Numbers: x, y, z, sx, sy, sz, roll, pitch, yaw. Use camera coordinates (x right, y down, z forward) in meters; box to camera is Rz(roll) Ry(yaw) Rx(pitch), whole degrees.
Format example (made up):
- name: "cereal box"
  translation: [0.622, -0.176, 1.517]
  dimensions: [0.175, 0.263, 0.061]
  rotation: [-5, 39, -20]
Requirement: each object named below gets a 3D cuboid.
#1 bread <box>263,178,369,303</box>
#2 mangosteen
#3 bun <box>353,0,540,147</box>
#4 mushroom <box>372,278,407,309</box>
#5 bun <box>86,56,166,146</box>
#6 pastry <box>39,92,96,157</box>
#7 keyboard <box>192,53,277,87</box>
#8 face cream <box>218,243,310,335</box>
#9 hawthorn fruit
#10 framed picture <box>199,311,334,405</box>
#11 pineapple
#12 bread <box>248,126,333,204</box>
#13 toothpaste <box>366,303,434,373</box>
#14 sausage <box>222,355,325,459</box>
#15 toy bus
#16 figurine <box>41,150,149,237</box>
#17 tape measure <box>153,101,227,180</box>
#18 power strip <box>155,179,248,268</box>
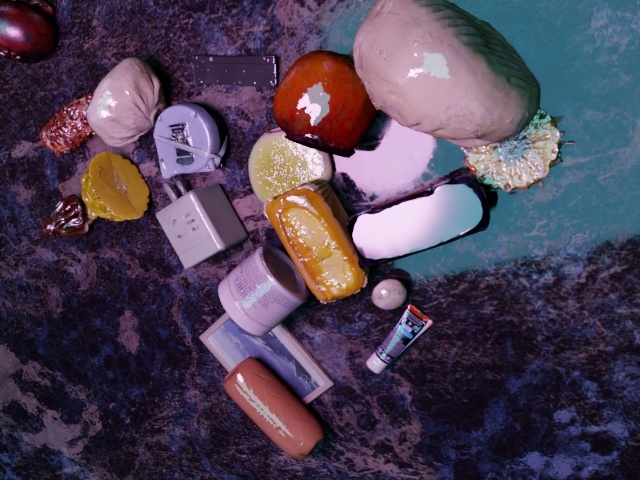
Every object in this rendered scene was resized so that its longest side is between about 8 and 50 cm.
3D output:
- name: "bread"
  translation: [0.000, 0.000, 1.225]
  dimensions: [0.153, 0.119, 0.288]
  rotation: [-23, 103, 26]
- name: "mangosteen"
  translation: [-0.800, -0.572, 1.401]
  dimensions: [0.200, 0.200, 0.199]
  rotation: [6, 105, 21]
- name: "bun"
  translation: [0.217, -0.302, 0.964]
  dimensions: [0.362, 0.326, 0.234]
  rotation: [43, 118, 13]
- name: "mushroom"
  translation: [0.160, 0.123, 1.234]
  dimensions: [0.083, 0.084, 0.067]
  rotation: [-48, 43, 25]
- name: "bun"
  translation: [-0.465, -0.330, 1.304]
  dimensions: [0.133, 0.231, 0.231]
  rotation: [28, 113, -4]
- name: "pastry"
  translation: [-0.683, -0.319, 1.452]
  dimensions: [0.209, 0.097, 0.115]
  rotation: [-28, 102, 24]
- name: "keyboard"
  translation: [-0.208, -0.411, 1.273]
  dimensions: [0.231, 0.023, 0.072]
  rotation: [9, 114, 20]
- name: "face cream"
  translation: [-0.135, 0.118, 1.284]
  dimensions: [0.153, 0.177, 0.177]
  rotation: [-42, 86, 17]
- name: "hawthorn fruit"
  translation: [0.018, -0.304, 1.111]
  dimensions: [0.215, 0.215, 0.249]
  rotation: [37, 115, 10]
- name: "framed picture"
  translation: [-0.153, 0.325, 1.440]
  dimensions: [0.247, 0.022, 0.335]
  rotation: [-43, 86, 26]
- name: "pineapple"
  translation: [0.395, -0.191, 1.070]
  dimensions: [0.222, 0.047, 0.220]
  rotation: [5, 104, 20]
- name: "bread"
  translation: [-0.077, -0.165, 1.276]
  dimensions: [0.229, 0.033, 0.228]
  rotation: [5, 105, 21]
- name: "toothpaste"
  translation: [0.188, 0.242, 1.270]
  dimensions: [0.071, 0.045, 0.193]
  rotation: [36, 108, 1]
- name: "sausage"
  translation: [-0.120, 0.441, 1.379]
  dimensions: [0.304, 0.121, 0.121]
  rotation: [44, 115, 3]
- name: "toy bus"
  translation: [0.207, -0.043, 1.128]
  dimensions: [0.303, 0.147, 0.127]
  rotation: [-21, 95, 23]
- name: "figurine"
  translation: [-0.644, -0.098, 1.479]
  dimensions: [0.316, 0.168, 0.187]
  rotation: [-22, 122, 36]
- name: "tape measure"
  translation: [-0.328, -0.252, 1.317]
  dimensions: [0.182, 0.107, 0.180]
  rotation: [-7, 107, 26]
- name: "power strip"
  translation: [-0.313, -0.063, 1.340]
  dimensions: [0.140, 0.139, 0.224]
  rotation: [-27, 93, 27]
